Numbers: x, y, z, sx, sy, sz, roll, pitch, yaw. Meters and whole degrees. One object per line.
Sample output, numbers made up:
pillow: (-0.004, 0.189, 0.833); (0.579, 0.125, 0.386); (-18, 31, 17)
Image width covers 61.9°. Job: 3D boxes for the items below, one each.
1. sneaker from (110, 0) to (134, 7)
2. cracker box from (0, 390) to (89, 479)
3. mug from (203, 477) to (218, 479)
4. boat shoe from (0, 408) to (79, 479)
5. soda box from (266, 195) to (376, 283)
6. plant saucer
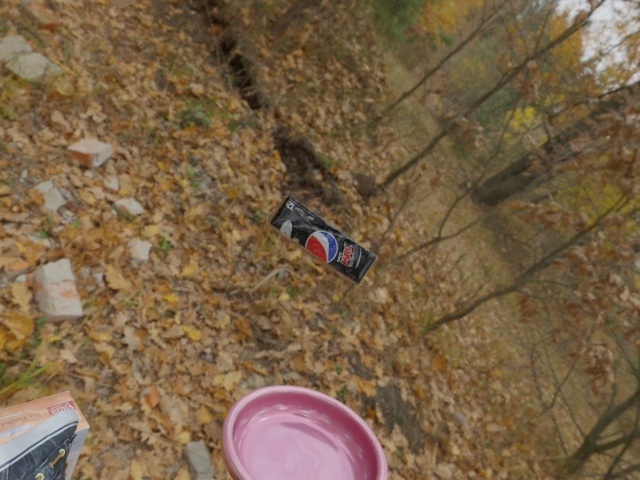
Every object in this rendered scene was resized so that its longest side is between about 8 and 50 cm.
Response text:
sneaker: (-0.310, -0.424, 0.712); (0.147, 0.105, 0.295); (33, 21, -49)
cracker box: (-0.390, 0.300, 0.637); (0.067, 0.232, 0.156); (42, 27, 29)
mug: (-0.204, 0.451, 0.937); (0.062, 0.078, 0.064); (58, 10, 26)
boat shoe: (-0.260, 0.217, 0.490); (0.083, 0.065, 0.183); (58, -5, 2)
soda box: (0.000, 0.000, 0.833); (0.169, 0.053, 0.060); (34, -7, -12)
plant saucer: (-0.037, 0.425, 1.048); (0.333, 0.084, 0.332); (17, 21, -7)
